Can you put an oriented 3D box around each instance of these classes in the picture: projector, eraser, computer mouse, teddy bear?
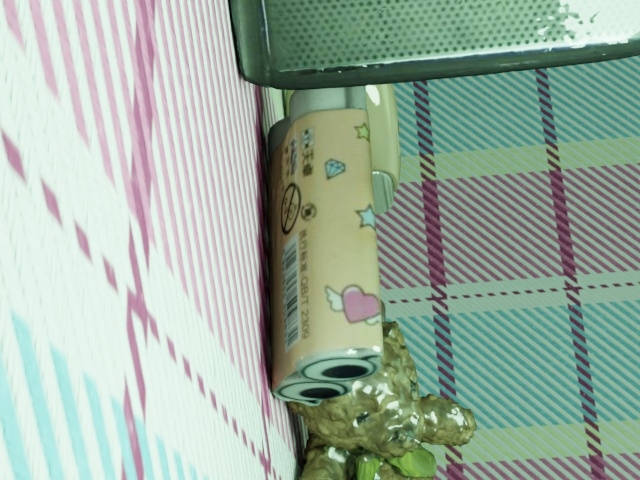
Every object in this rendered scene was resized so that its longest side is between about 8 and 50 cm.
[{"bbox_3d":[0.124,-0.315,1.085,0.395,0.405,0.242,-81,166,-71],"label":"projector"},{"bbox_3d":[0.000,0.000,1.048,0.171,0.087,0.291,133,-41,-57],"label":"eraser"},{"bbox_3d":[0.030,-0.134,1.360,0.082,0.145,0.237,-78,166,-54],"label":"computer mouse"},{"bbox_3d":[0.083,0.256,1.163,0.296,0.246,0.222,57,-26,20],"label":"teddy bear"}]

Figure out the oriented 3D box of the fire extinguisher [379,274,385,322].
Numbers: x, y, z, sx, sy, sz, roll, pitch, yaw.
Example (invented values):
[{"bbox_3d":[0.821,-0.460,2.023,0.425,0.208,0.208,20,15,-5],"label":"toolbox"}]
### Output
[{"bbox_3d":[0.044,0.154,1.413,0.105,0.104,0.269,77,13,-60],"label":"fire extinguisher"}]
